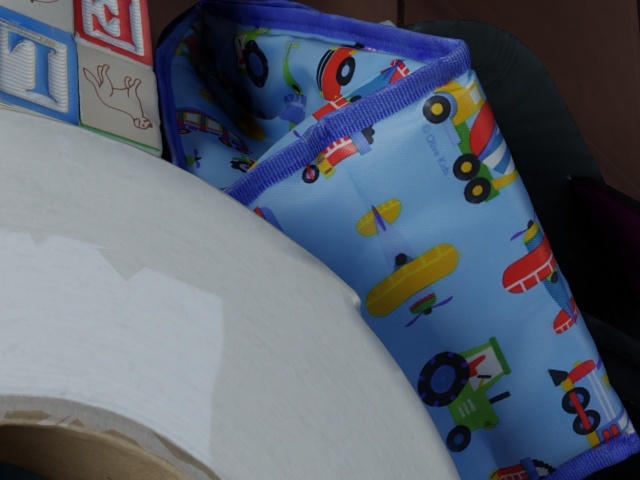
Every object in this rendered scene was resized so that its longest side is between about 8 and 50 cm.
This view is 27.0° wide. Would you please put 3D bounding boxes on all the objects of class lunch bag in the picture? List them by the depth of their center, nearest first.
[{"bbox_3d":[0.000,0.000,0.683,0.221,0.138,0.293,62,-9,-26],"label":"lunch bag"}]

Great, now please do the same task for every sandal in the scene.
[{"bbox_3d":[0.138,0.022,0.767,0.107,0.168,0.445,96,-29,-55],"label":"sandal"}]

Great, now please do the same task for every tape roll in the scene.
[{"bbox_3d":[-0.097,0.152,0.378,0.392,0.072,0.391,13,68,-35],"label":"tape roll"}]

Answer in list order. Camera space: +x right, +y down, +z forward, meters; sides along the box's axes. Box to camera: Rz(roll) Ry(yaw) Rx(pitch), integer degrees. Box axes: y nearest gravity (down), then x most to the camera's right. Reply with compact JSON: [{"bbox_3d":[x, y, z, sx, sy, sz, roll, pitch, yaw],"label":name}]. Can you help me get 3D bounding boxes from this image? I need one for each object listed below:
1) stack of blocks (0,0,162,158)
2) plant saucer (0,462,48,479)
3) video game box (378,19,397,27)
[{"bbox_3d":[-0.202,-0.090,0.488,0.297,0.087,0.171,19,54,-43],"label":"stack of blocks"},{"bbox_3d":[-0.125,0.098,0.603,0.318,0.044,0.317,30,51,-46],"label":"plant saucer"},{"bbox_3d":[0.087,-0.030,0.975,0.205,0.048,0.187,35,50,-43],"label":"video game box"}]
